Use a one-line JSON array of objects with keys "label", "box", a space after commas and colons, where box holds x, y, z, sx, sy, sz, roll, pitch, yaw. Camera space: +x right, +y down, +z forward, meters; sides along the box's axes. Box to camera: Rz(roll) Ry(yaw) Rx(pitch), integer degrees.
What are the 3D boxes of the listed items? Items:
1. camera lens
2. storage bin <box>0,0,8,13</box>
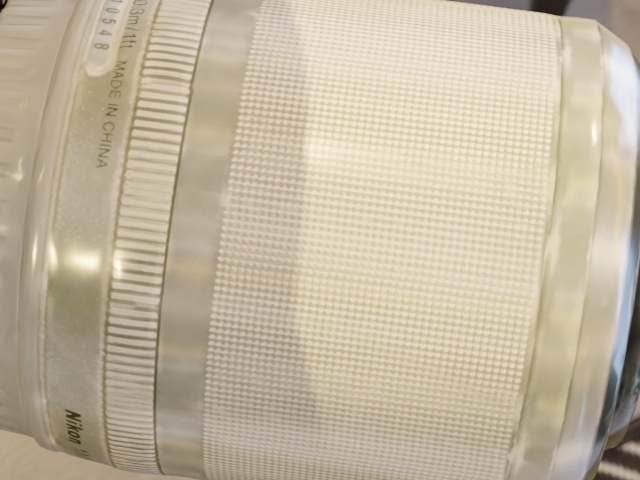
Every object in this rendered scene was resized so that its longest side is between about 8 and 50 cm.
[{"label": "camera lens", "box": [0.000, 0.000, 0.736, 0.274, 0.219, 0.219, 8, 65, 2]}, {"label": "storage bin", "box": [-0.289, -0.167, 1.148, 0.180, 0.084, 0.122, 1, 104, -46]}]
